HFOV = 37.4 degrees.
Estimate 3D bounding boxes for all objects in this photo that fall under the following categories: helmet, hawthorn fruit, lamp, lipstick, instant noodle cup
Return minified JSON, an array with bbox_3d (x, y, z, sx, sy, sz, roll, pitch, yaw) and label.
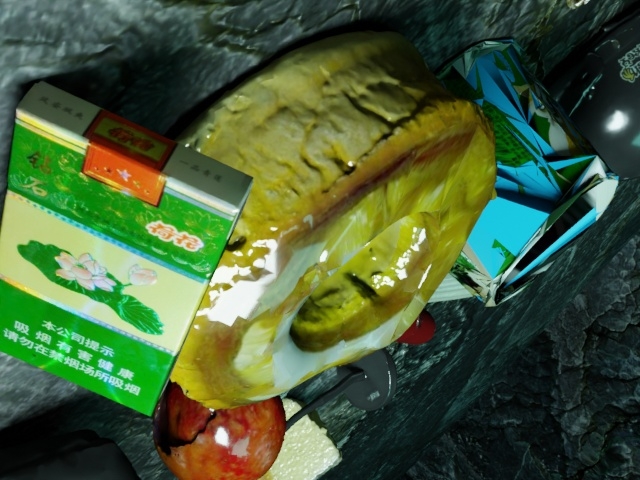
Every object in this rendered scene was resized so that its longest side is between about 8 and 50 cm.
[{"bbox_3d":[0.388,-0.161,1.175,0.279,0.160,0.230,-38,163,-15],"label":"helmet"},{"bbox_3d":[-0.107,0.187,1.013,0.148,0.148,0.172,-32,152,-27],"label":"hawthorn fruit"},{"bbox_3d":[-0.009,0.265,1.306,0.130,0.108,0.371,-47,175,37],"label":"lamp"},{"bbox_3d":[0.109,0.113,1.376,0.073,0.073,0.280,-44,162,6],"label":"lipstick"},{"bbox_3d":[0.173,-0.058,0.948,0.240,0.178,0.240,-37,160,-15],"label":"instant noodle cup"}]

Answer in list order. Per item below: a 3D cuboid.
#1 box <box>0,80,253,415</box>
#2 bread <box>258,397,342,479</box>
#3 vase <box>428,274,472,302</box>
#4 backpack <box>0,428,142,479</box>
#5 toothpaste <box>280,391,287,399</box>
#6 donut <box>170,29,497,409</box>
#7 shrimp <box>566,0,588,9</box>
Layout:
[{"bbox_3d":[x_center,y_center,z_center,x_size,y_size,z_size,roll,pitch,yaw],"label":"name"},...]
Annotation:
[{"bbox_3d":[-0.136,0.019,0.592,0.235,0.132,0.034,119,-6,-46],"label":"box"},{"bbox_3d":[-0.069,0.367,1.489,0.240,0.135,0.178,-44,161,2],"label":"bread"},{"bbox_3d":[0.165,0.018,1.208,0.248,0.128,0.128,-17,151,-33],"label":"vase"},{"bbox_3d":[-0.328,0.388,0.863,0.363,0.255,0.445,-14,151,-42],"label":"backpack"},{"bbox_3d":[-0.086,0.211,1.221,0.099,0.061,0.392,-40,166,-31],"label":"toothpaste"},{"bbox_3d":[0.000,0.000,0.756,0.330,0.160,0.330,-35,156,-18],"label":"donut"},{"bbox_3d":[0.292,-0.310,0.815,0.143,0.052,0.251,-18,150,-55],"label":"shrimp"}]
